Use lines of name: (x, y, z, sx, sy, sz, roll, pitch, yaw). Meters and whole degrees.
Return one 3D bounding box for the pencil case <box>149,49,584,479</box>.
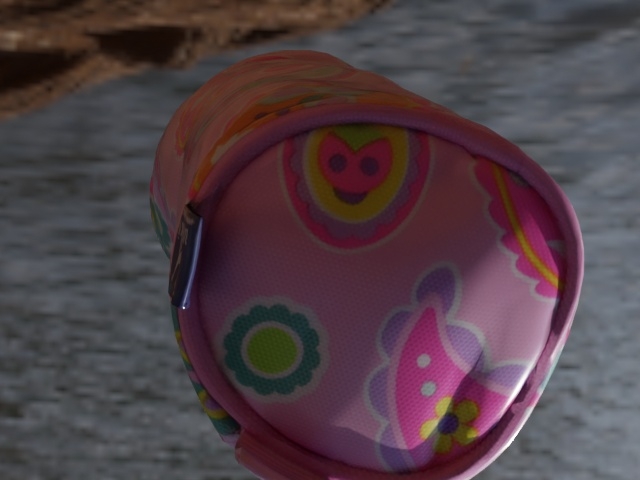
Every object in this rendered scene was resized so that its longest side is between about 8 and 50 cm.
pencil case: (0.000, 0.000, 0.614, 0.124, 0.124, 0.284, 3, -171, -7)
